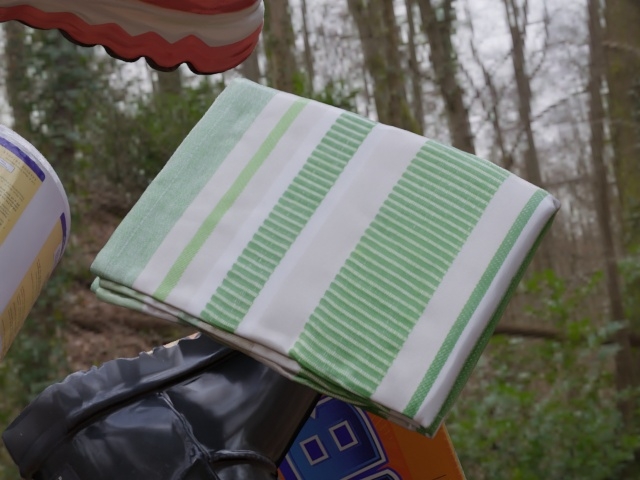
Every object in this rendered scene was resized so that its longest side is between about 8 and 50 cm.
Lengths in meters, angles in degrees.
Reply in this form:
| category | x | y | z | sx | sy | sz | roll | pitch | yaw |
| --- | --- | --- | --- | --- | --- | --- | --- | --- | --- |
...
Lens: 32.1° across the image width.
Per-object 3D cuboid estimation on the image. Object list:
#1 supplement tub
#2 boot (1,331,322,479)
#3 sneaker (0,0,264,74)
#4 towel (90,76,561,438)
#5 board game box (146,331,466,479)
| category | x | y | z | sx | sy | sz | roll | pitch | yaw |
| --- | --- | --- | --- | --- | --- | --- | --- | --- | --- |
| supplement tub | -0.422 | 0.039 | 1.162 | 0.241 | 0.241 | 0.331 | -12 | 31 | 17 |
| boot | 0.002 | 0.279 | 0.901 | 0.367 | 0.445 | 0.146 | -19 | -26 | -47 |
| sneaker | -0.157 | -0.181 | 0.576 | 0.314 | 0.116 | 0.136 | 0 | -49 | -35 |
| towel | 0.000 | 0.000 | 0.899 | 0.325 | 0.248 | 0.038 | 21 | -28 | 26 |
| board game box | -0.016 | 0.284 | 1.333 | 0.356 | 0.356 | 0.356 | -22 | 10 | 3 |
